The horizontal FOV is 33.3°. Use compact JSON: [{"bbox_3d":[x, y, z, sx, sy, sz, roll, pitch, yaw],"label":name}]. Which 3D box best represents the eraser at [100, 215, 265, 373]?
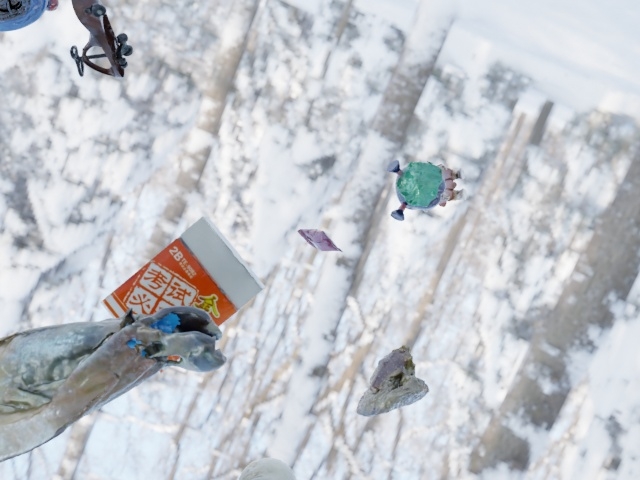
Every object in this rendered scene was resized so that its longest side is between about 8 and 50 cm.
[{"bbox_3d":[-0.225,0.089,1.755,0.157,0.230,0.038,51,-171,0],"label":"eraser"}]

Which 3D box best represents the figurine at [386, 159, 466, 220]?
[{"bbox_3d":[0.199,-0.095,2.004,0.102,0.112,0.195,-9,176,25],"label":"figurine"}]

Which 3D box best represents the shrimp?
[{"bbox_3d":[-0.344,0.189,1.464,0.221,0.445,0.110,-96,-17,-50],"label":"shrimp"}]

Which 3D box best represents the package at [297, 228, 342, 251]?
[{"bbox_3d":[0.000,0.000,1.923,0.083,0.029,0.059,4,146,52],"label":"package"}]

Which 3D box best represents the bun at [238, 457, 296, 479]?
[{"bbox_3d":[-0.136,0.585,2.466,0.119,0.173,0.173,11,-165,-33],"label":"bun"}]

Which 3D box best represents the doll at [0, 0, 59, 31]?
[{"bbox_3d":[-0.574,-0.529,1.884,0.240,0.284,0.310,8,-127,-45],"label":"doll"}]

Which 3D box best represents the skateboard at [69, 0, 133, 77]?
[{"bbox_3d":[-0.311,-0.280,1.470,0.080,0.151,0.067,-7,-131,5],"label":"skateboard"}]

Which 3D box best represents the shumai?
[{"bbox_3d":[0.114,0.255,1.846,0.123,0.139,0.105,-15,-122,-29],"label":"shumai"}]
